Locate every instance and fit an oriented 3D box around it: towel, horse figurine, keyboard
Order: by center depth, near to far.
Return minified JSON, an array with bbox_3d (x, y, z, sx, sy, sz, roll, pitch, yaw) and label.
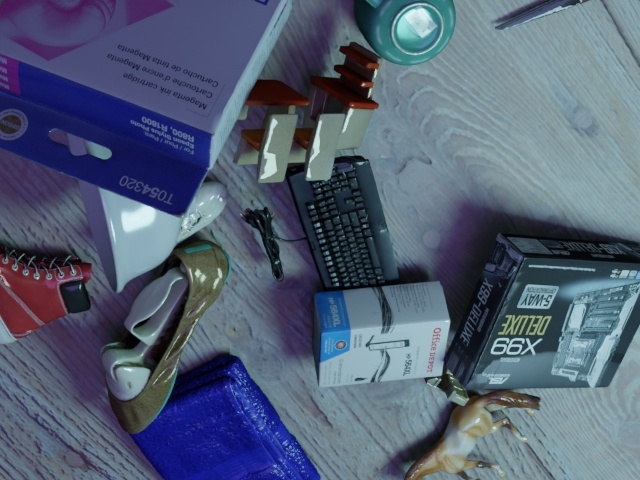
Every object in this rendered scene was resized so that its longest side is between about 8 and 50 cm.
[{"bbox_3d":[0.000,0.000,1.784,0.201,0.033,0.317,-11,139,6],"label":"keyboard"},{"bbox_3d":[-0.160,0.350,1.982,0.227,0.076,0.308,-28,119,5],"label":"towel"},{"bbox_3d":[0.262,0.339,2.052,0.174,0.066,0.263,20,115,-25],"label":"horse figurine"}]

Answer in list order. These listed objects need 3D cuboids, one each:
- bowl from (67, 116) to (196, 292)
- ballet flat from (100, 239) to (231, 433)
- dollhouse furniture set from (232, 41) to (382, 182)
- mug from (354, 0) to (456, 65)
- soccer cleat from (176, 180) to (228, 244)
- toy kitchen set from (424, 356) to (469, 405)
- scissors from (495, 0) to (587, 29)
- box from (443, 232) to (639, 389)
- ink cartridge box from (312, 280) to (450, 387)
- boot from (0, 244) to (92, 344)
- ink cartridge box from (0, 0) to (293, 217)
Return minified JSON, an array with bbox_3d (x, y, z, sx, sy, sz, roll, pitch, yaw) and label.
[{"bbox_3d":[-0.251,-0.088,1.622,0.134,0.298,0.298,-16,120,-14],"label":"bowl"},{"bbox_3d":[-0.256,0.145,1.816,0.124,0.116,0.342,7,120,-55],"label":"ballet flat"},{"bbox_3d":[-0.052,-0.197,1.617,0.259,0.262,0.135,-5,120,-38],"label":"dollhouse furniture set"},{"bbox_3d":[0.107,-0.306,1.656,0.157,0.097,0.129,-2,120,-13],"label":"mug"},{"bbox_3d":[-0.219,-0.018,1.775,0.196,0.076,0.068,-30,118,7],"label":"soccer cleat"},{"bbox_3d":[0.215,0.208,1.962,0.068,0.083,0.075,26,111,-21],"label":"toy kitchen set"},{"bbox_3d":[0.393,-0.367,1.724,0.297,0.021,0.109,-8,121,-4],"label":"scissors"},{"bbox_3d":[0.369,0.116,1.894,0.307,0.076,0.242,4,118,-32],"label":"box"},{"bbox_3d":[0.093,0.148,1.888,0.203,0.086,0.148,-5,138,-6],"label":"ink cartridge box"},{"bbox_3d":[-0.437,0.028,1.763,0.176,0.088,0.244,-22,127,2],"label":"boot"},{"bbox_3d":[-0.243,-0.229,1.481,0.324,0.330,0.071,20,156,9],"label":"ink cartridge box"}]
